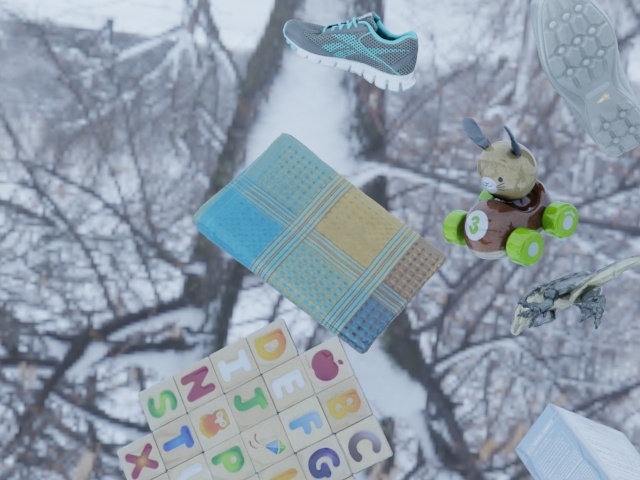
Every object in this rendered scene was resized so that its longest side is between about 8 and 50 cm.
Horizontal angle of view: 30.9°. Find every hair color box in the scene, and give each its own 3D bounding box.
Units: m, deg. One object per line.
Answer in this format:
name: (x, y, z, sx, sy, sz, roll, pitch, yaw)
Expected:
hair color box: (0.481, 0.433, 1.840, 0.185, 0.113, 0.374, 24, -162, -28)

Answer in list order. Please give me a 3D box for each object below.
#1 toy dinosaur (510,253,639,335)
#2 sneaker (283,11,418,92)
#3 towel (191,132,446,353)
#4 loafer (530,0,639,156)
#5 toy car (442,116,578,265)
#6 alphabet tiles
toy dinosaur: (0.319, 0.069, 1.440, 0.268, 0.064, 0.118, -25, -174, 41)
sneaker: (0.040, -0.235, 1.344, 0.167, 0.076, 0.065, 19, -149, 3)
towel: (0.000, 0.000, 1.971, 0.370, 0.040, 0.271, 38, -125, 10)
loafer: (0.364, -0.246, 1.613, 0.112, 0.319, 0.111, -30, -137, 7)
toy car: (0.252, -0.081, 1.628, 0.149, 0.188, 0.155, -34, -148, -27)
alphabet tiles: (-0.092, 0.275, 1.500, 0.343, 0.285, 0.011, -28, 159, 9)
